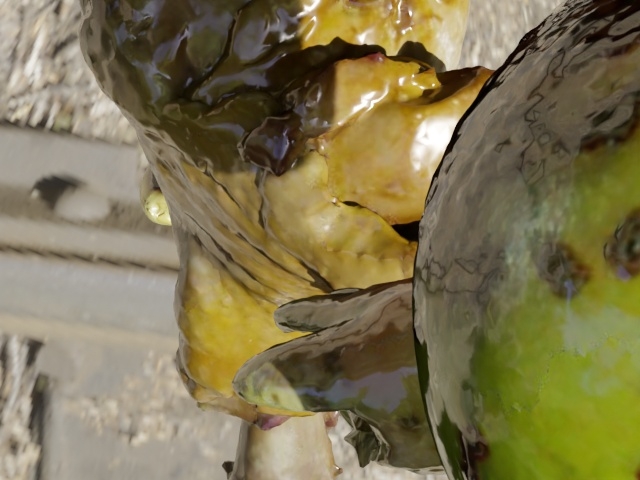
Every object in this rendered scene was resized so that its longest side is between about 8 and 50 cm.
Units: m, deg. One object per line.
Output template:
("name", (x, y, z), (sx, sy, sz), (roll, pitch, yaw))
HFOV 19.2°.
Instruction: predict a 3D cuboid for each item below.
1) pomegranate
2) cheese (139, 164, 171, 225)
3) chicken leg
("pomegranate", (0.102, 0.022, 0.489), (0.198, 0.198, 0.246), (44, 153, -16))
("cheese", (-0.085, -0.058, 1.342), (0.086, 0.162, 0.036), (-7, 118, -2))
("chicken leg", (0.000, 0.000, 0.916), (0.182, 0.295, 0.409), (-14, 120, -36))
